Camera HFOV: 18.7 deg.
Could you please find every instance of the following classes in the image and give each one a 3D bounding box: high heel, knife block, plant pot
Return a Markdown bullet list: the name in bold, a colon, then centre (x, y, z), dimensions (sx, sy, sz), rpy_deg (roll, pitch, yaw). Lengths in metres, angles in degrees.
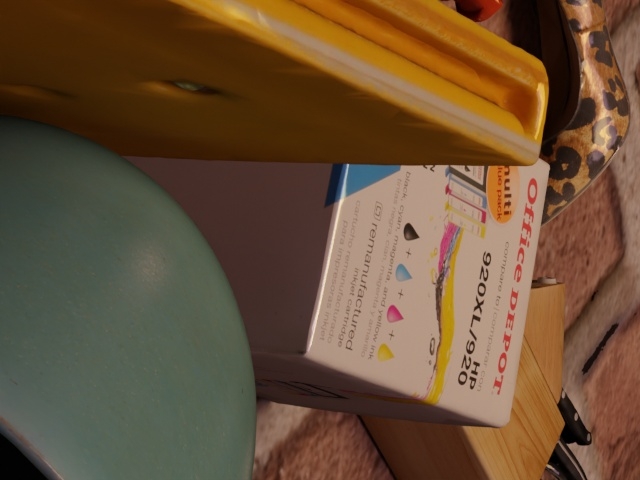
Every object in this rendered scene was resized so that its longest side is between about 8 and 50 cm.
- **high heel**: centre (0.154, -0.144, 1.434), dimensions (0.186, 0.093, 0.261), rpy_deg (34, 82, -24)
- **knife block**: centre (0.099, 0.146, 1.349), dimensions (0.276, 0.088, 0.242), rpy_deg (-5, 99, -57)
- **plant pot**: centre (-0.159, 0.081, 0.794), dimensions (0.235, 0.293, 0.293), rpy_deg (-61, 142, -55)

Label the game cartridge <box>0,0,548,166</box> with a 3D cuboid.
- **game cartridge**: centre (-0.112, -0.084, 0.787), dimensions (0.285, 0.324, 0.052), rpy_deg (18, 79, -56)

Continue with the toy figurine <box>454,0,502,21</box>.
- **toy figurine**: centre (0.020, -0.219, 1.076), dimensions (0.148, 0.213, 0.209), rpy_deg (40, 57, -33)

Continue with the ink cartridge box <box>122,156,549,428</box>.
- **ink cartridge box**: centre (0.000, 0.000, 1.106), dimensions (0.233, 0.168, 0.171), rpy_deg (25, 73, -56)
